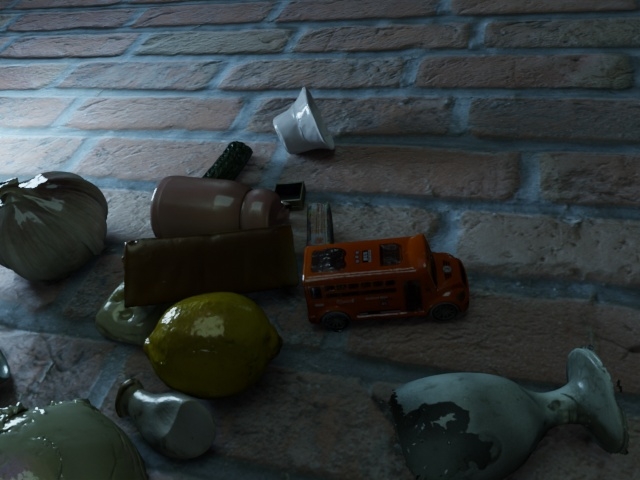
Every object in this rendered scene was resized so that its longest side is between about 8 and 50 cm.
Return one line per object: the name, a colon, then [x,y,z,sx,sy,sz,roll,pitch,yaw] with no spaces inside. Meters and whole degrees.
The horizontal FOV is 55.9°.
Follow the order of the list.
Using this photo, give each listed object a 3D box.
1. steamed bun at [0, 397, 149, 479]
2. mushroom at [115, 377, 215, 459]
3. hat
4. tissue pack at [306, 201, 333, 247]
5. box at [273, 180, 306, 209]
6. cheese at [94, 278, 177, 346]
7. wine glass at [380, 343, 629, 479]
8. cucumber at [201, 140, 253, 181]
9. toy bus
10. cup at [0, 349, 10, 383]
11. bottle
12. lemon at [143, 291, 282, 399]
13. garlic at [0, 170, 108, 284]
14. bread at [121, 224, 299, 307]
steamed bun: [-0.449,0.410,0.943,0.311,0.233,0.334,24,55,34]
mushroom: [-0.289,0.326,1.107,0.225,0.093,0.116,3,87,42]
hat: [-0.054,-0.315,1.682,0.126,0.203,0.203,-24,42,9]
tissue pack: [0.000,0.000,1.364,0.060,0.109,0.148,-4,42,3]
box: [-0.081,-0.113,1.555,0.079,0.035,0.083,-4,43,9]
cheese: [-0.371,0.113,1.341,0.159,0.093,0.263,14,50,22]
wine glass: [0.278,0.287,0.949,0.356,0.191,0.190,-12,43,-4]
cucumber: [-0.265,-0.182,1.646,0.077,0.077,0.265,10,50,22]
toy bus: [0.132,0.076,1.224,0.329,0.153,0.143,-4,42,8]
cup: [-0.796,0.267,1.239,0.234,0.186,0.258,-35,17,-12]
bottle: [-0.233,-0.068,1.453,0.296,0.173,0.206,4,14,15]
lemon: [-0.201,0.196,1.137,0.260,0.204,0.204,-2,43,2]
garlic: [-0.685,-0.047,1.500,0.321,0.241,0.322,9,34,-6]
bread: [-0.233,0.053,1.279,0.361,0.077,0.138,-6,85,-18]
